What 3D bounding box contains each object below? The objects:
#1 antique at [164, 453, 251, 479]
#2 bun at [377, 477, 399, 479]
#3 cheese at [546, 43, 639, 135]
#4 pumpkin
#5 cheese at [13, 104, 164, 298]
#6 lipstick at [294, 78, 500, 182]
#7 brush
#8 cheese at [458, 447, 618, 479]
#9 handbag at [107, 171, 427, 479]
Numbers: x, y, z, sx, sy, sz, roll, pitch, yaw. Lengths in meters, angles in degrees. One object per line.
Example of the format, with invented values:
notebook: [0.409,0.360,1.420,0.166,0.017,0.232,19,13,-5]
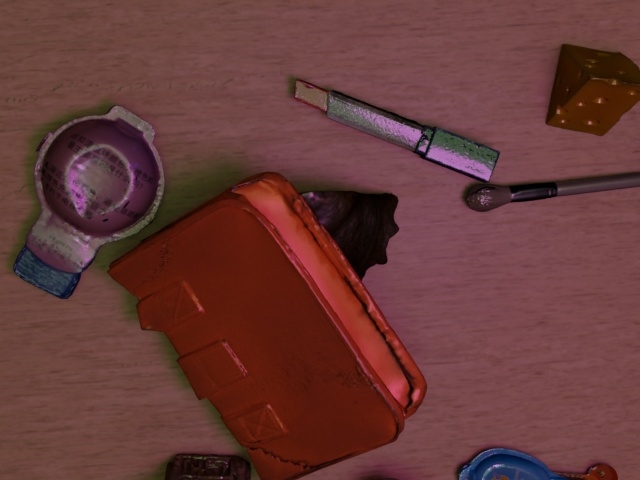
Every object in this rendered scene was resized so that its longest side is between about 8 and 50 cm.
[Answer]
antique: [-0.171,0.471,1.656,0.125,0.150,0.284,3,105,-1]
bun: [0.122,0.426,1.684,0.183,0.102,0.183,11,122,18]
cheese: [0.395,-0.216,1.597,0.093,0.171,0.126,10,95,-7]
pumpkin: [0.000,0.000,1.599,0.254,0.149,0.130,-6,85,-5]
cheese: [-0.330,-0.054,1.599,0.189,0.074,0.286,29,97,-7]
lipstick: [0.104,-0.162,1.640,0.312,0.051,0.051,20,94,-5]
brush: [0.360,-0.080,1.678,0.299,0.039,0.042,-8,97,-5]
cheese: [0.334,0.375,1.731,0.256,0.037,0.106,7,97,-8]
handbag: [-0.069,0.131,1.568,0.303,0.116,0.410,-28,101,35]
